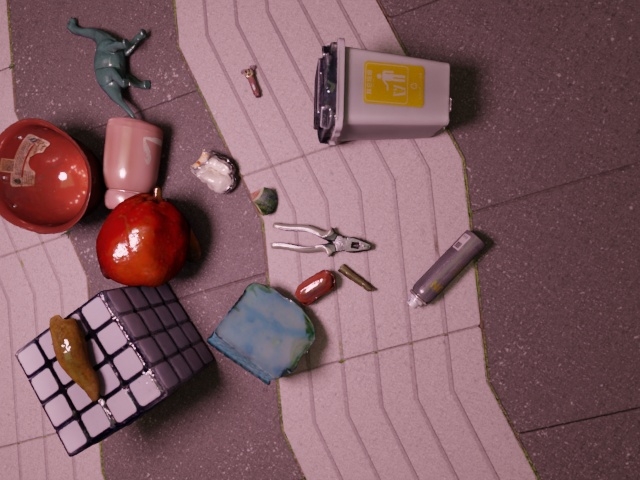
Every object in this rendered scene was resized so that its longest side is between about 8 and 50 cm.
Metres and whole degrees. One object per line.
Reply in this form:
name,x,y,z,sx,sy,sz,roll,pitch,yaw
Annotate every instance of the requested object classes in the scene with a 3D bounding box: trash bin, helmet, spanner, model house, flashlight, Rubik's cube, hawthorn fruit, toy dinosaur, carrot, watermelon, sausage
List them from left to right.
helmet,-0.841,-0.196,1.380,0.384,0.230,0.338,24,96,7
toy dinosaur,-0.760,-0.593,1.457,0.330,0.129,0.385,3,90,20
Rubik's cube,-0.592,0.357,1.272,0.337,0.344,0.344,-35,84,5
hawthorn fruit,-0.523,-0.016,1.268,0.264,0.265,0.308,16,100,9
carrot,-0.445,-0.014,1.400,0.060,0.060,0.186,-26,79,8
flashlight,-0.225,-0.523,1.387,0.051,0.031,0.111,-22,85,8
model house,-0.190,0.308,1.309,0.261,0.241,0.226,37,51,-3
watermelon,-0.182,-0.131,1.359,0.072,0.085,0.092,24,54,29
sausage,-0.014,0.146,1.318,0.141,0.076,0.076,-36,83,8
spanner,0.000,0.000,1.335,0.324,0.040,0.096,7,91,11
trash bin,0.165,-0.405,1.229,0.366,0.296,0.256,1,87,-5

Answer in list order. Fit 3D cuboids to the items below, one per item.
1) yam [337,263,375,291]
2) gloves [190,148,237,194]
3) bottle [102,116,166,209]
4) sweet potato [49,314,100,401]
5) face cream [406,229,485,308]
yam,0.112,0.123,1.319,0.129,0.027,0.033,38,55,10
gloves,-0.340,-0.225,1.381,0.153,0.070,0.114,36,86,2
bottle,-0.601,-0.234,1.380,0.206,0.173,0.298,7,90,-24
sweet potato,-0.622,0.295,1.068,0.077,0.077,0.244,-28,82,8
face cream,0.367,0.093,1.255,0.073,0.073,0.283,44,95,8
